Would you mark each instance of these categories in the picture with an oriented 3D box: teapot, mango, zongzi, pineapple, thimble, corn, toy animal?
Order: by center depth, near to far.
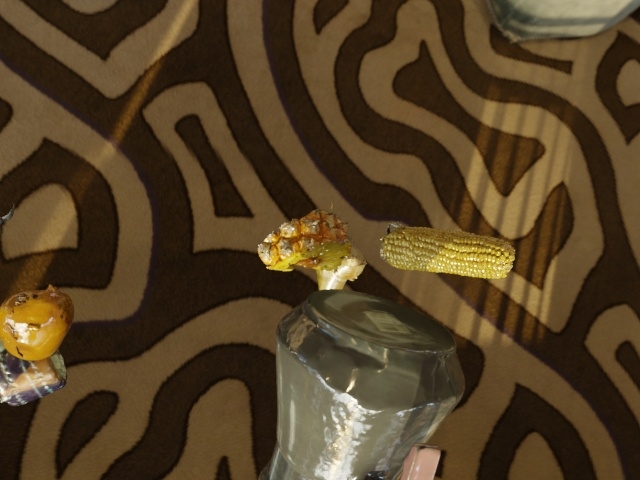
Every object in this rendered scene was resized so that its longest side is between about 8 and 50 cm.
[{"bbox_3d":[-0.321,0.098,0.654,0.077,0.127,0.063,5,53,-24],"label":"mango"},{"bbox_3d":[0.060,0.298,0.903,0.305,0.376,0.362,10,103,-21],"label":"teapot"},{"bbox_3d":[-0.001,-0.001,1.071,0.079,0.135,0.233,54,24,19],"label":"pineapple"},{"bbox_3d":[-0.616,-0.040,1.108,0.028,0.050,0.084,21,75,12],"label":"toy animal"},{"bbox_3d":[0.265,0.022,1.219,0.293,0.106,0.106,6,62,33],"label":"corn"},{"bbox_3d":[-0.754,0.300,1.485,0.150,0.237,0.237,-21,77,-19],"label":"thimble"},{"bbox_3d":[0.010,0.065,1.608,0.099,0.197,0.194,6,36,-53],"label":"zongzi"}]
